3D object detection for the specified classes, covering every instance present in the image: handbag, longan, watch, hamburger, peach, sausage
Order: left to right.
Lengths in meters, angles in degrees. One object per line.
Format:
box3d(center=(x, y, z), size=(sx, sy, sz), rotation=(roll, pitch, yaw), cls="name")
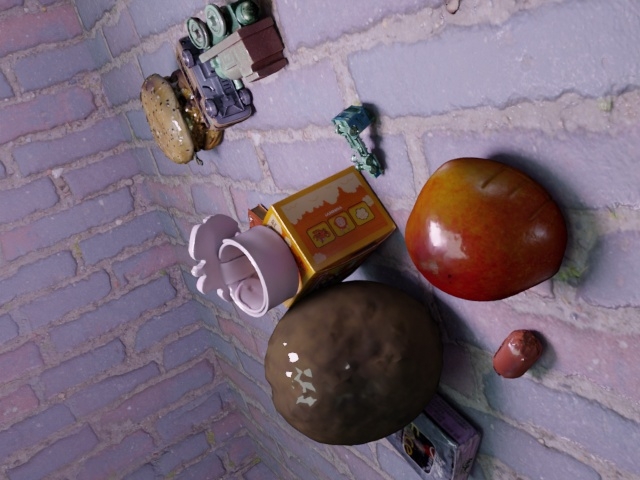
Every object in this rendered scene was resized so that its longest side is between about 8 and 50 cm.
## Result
box3d(center=(-0.475, -0.420, 2.117), size=(0.277, 0.195, 0.318), rotation=(43, 150, 38), cls="hamburger")
box3d(center=(-0.181, 0.059, 1.450), size=(0.231, 0.196, 0.244), rotation=(17, 126, 47), cls="watch")
box3d(center=(-0.176, -0.027, 2.087), size=(0.190, 0.063, 0.127), rotation=(41, 147, 33), cls="handbag")
box3d(center=(0.082, 0.300, 1.514), size=(0.404, 0.435, 0.404), rotation=(163, 90, -86), cls="longan")
box3d(center=(0.296, -0.005, 1.104), size=(0.274, 0.245, 0.248), rotation=(32, 170, 30), cls="peach")
box3d(center=(0.403, 0.237, 1.254), size=(0.076, 0.076, 0.141), rotation=(50, 151, 24), cls="sausage")

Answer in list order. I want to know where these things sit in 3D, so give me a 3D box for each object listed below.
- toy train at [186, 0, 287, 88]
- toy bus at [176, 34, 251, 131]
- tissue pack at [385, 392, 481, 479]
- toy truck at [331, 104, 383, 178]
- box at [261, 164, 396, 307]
box3d(center=(-0.228, -0.525, 1.623), size=(0.304, 0.150, 0.221), rotation=(4, 125, 59), cls="toy train")
box3d(center=(-0.329, -0.476, 1.854), size=(0.289, 0.139, 0.157), rotation=(64, 158, 0), cls="toy bus")
box3d(center=(0.271, 0.508, 1.701), size=(0.361, 0.122, 0.259), rotation=(42, 144, 40), cls="tissue pack")
box3d(center=(0.101, -0.226, 1.392), size=(0.067, 0.081, 0.175), rotation=(24, 153, 54), cls="toy truck")
box3d(center=(0.000, 0.000, 1.557), size=(0.214, 0.259, 0.283), rotation=(55, 154, 11), cls="box")
